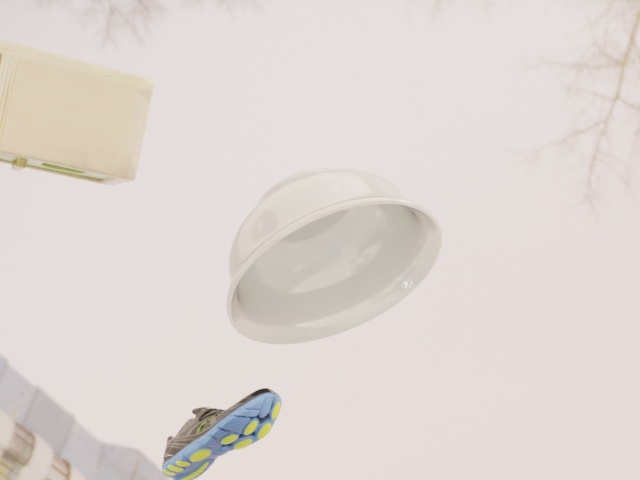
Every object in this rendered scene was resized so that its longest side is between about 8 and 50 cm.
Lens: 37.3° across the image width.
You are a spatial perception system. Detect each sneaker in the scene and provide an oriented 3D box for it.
[{"bbox_3d":[-0.131,0.233,1.194,0.188,0.067,0.078,-35,-138,22],"label":"sneaker"}]

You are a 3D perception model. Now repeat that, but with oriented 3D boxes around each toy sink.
[{"bbox_3d":[-0.334,-0.144,1.107,0.152,0.234,0.131,2,-100,66],"label":"toy sink"}]

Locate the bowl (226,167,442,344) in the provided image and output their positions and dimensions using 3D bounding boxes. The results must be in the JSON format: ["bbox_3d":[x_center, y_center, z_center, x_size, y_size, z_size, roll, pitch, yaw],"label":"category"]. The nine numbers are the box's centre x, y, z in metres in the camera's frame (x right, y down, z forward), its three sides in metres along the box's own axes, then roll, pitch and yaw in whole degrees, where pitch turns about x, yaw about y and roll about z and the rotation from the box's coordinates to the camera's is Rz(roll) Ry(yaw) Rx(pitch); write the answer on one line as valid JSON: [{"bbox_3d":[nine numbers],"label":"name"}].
[{"bbox_3d":[0.000,0.000,1.243,0.297,0.298,0.134,-31,-123,11],"label":"bowl"}]
